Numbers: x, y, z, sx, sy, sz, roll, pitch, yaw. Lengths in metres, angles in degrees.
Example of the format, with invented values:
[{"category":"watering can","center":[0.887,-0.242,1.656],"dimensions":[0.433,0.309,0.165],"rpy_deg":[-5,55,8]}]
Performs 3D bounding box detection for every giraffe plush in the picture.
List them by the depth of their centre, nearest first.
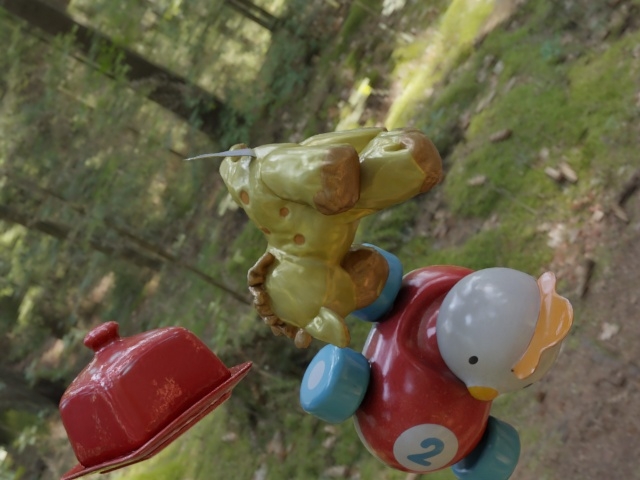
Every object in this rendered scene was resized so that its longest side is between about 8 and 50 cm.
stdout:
[{"category":"giraffe plush","center":[0.000,0.000,0.911],"dimensions":[0.181,0.210,0.170],"rpy_deg":[-105,9,-79]}]

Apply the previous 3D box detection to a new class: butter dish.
[{"category":"butter dish","center":[-0.170,0.127,0.961],"dimensions":[0.160,0.118,0.160],"rpy_deg":[-34,5,-41]}]

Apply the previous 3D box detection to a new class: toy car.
[{"category":"toy car","center":[0.140,0.107,0.980],"dimensions":[0.238,0.219,0.210],"rpy_deg":[-26,41,61]}]
